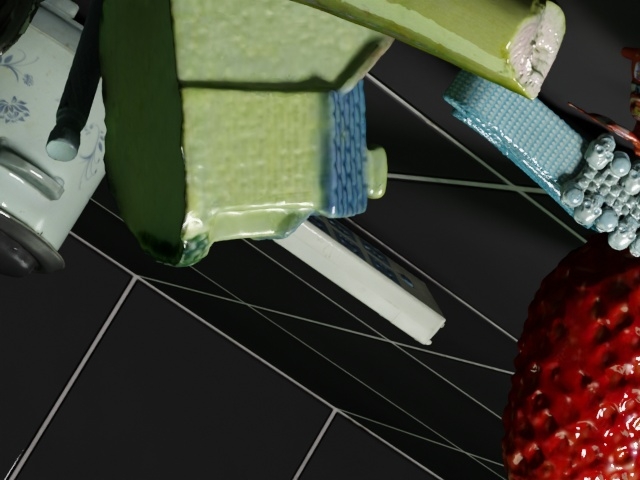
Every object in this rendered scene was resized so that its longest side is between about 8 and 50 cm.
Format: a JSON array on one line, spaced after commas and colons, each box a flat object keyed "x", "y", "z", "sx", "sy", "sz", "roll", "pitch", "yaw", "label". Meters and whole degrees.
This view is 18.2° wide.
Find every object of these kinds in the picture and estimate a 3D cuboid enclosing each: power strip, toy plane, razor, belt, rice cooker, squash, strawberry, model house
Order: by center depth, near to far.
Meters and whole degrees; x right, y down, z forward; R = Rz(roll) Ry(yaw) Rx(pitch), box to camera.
[{"x": 0.230, "y": -0.069, "z": 1.204, "sx": 0.194, "sy": 0.077, "sz": 0.126, "roll": 29, "pitch": 177, "yaw": -41, "label": "toy plane"}, {"x": 0.036, "y": -0.169, "z": 1.265, "sx": 0.250, "sy": 0.083, "sz": 0.083, "roll": 25, "pitch": 169, "yaw": 13, "label": "squash"}, {"x": 0.167, "y": -0.064, "z": 1.433, "sx": 0.179, "sy": 0.065, "sz": 0.100, "roll": 36, "pitch": 179, "yaw": -28, "label": "belt"}, {"x": -0.049, "y": -0.093, "z": 1.480, "sx": 0.189, "sy": 0.214, "sz": 0.195, "roll": -5, "pitch": 180, "yaw": -20, "label": "model house"}, {"x": -0.184, "y": -0.154, "z": 1.587, "sx": 0.106, "sy": 0.232, "sz": 0.068, "roll": 36, "pitch": 134, "yaw": -25, "label": "razor"}, {"x": 0.238, "y": 0.120, "z": 1.594, "sx": 0.205, "sy": 0.244, "sz": 0.205, "roll": 29, "pitch": 172, "yaw": 4, "label": "strawberry"}, {"x": -0.339, "y": -0.105, "z": 2.020, "sx": 0.264, "sy": 0.316, "sz": 0.317, "roll": 38, "pitch": 168, "yaw": -36, "label": "rice cooker"}, {"x": 0.000, "y": 0.000, "z": 2.181, "sx": 0.367, "sy": 0.043, "sz": 0.106, "roll": 35, "pitch": -167, "yaw": -24, "label": "power strip"}]

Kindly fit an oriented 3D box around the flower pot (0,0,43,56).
[{"x": -0.328, "y": -0.246, "z": 1.638, "sx": 0.235, "sy": 0.235, "sz": 0.140, "roll": 32, "pitch": -165, "yaw": -7, "label": "flower pot"}]
